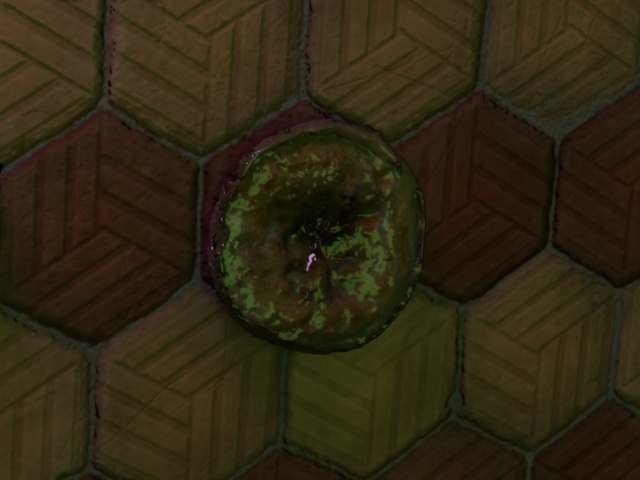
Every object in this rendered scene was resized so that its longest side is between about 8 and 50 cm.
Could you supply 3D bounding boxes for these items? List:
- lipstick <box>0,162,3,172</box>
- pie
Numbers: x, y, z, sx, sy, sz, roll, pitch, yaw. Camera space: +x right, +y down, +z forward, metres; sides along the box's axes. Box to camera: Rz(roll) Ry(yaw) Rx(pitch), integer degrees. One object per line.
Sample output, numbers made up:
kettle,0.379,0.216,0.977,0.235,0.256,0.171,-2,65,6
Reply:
lipstick,-0.401,0.079,1.891,0.057,0.057,0.356,22,91,-32
pie,0.000,0.000,2.101,0.274,0.055,0.274,-8,105,-29
